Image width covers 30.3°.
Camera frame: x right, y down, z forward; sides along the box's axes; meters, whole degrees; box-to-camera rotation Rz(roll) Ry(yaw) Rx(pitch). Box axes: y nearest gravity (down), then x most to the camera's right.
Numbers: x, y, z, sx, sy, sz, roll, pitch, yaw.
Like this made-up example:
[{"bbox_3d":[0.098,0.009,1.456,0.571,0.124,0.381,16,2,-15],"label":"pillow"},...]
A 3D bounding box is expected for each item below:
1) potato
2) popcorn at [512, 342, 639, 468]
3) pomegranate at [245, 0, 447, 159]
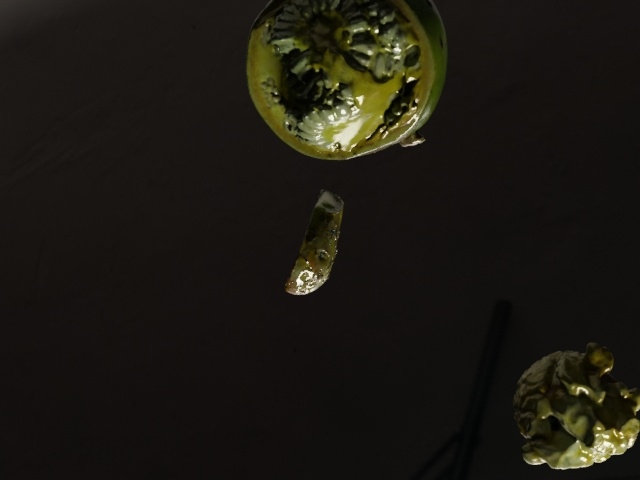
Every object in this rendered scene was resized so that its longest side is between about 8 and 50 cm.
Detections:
[{"bbox_3d":[0.000,0.000,1.630,0.054,0.198,0.119,18,119,0],"label":"potato"},{"bbox_3d":[0.383,0.248,1.768,0.187,0.167,0.186,-15,90,26],"label":"popcorn"},{"bbox_3d":[0.019,-0.260,1.496,0.260,0.260,0.341,-26,93,-3],"label":"pomegranate"}]
